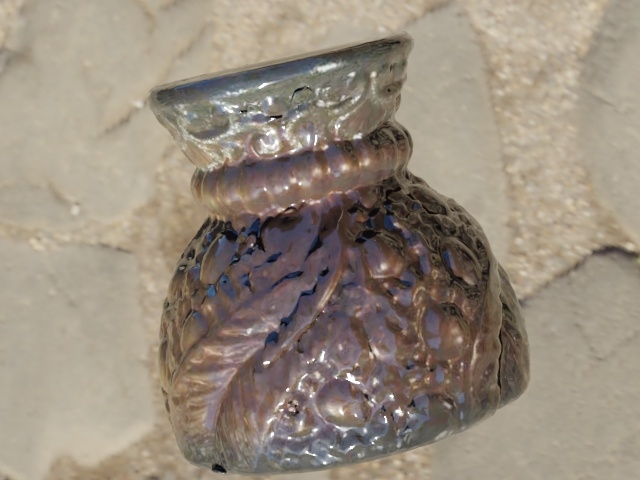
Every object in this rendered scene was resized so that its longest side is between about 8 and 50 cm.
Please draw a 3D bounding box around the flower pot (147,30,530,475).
[{"bbox_3d":[0.000,0.000,1.187,0.267,0.266,0.267,-4,101,39],"label":"flower pot"}]
